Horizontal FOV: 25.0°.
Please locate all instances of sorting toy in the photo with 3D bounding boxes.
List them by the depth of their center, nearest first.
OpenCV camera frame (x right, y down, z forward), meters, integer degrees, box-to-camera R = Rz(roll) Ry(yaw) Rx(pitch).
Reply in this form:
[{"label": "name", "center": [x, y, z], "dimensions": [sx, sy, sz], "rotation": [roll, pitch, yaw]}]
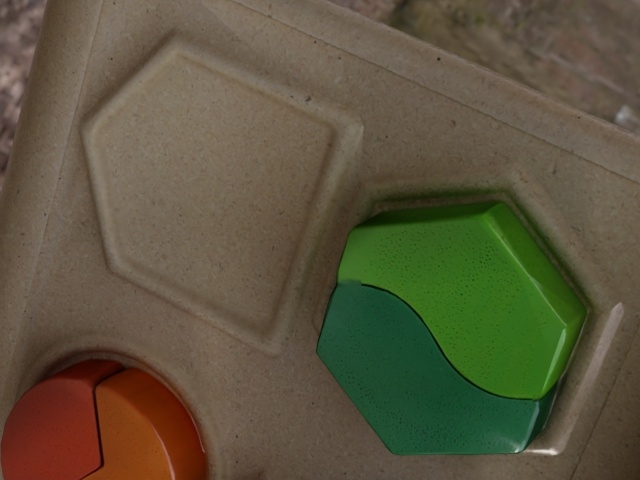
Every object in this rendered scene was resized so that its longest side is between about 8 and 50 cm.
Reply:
[{"label": "sorting toy", "center": [0.000, 0.000, 0.381], "dimensions": [0.041, 0.229, 0.307], "rotation": [-21, 135, -57]}]
